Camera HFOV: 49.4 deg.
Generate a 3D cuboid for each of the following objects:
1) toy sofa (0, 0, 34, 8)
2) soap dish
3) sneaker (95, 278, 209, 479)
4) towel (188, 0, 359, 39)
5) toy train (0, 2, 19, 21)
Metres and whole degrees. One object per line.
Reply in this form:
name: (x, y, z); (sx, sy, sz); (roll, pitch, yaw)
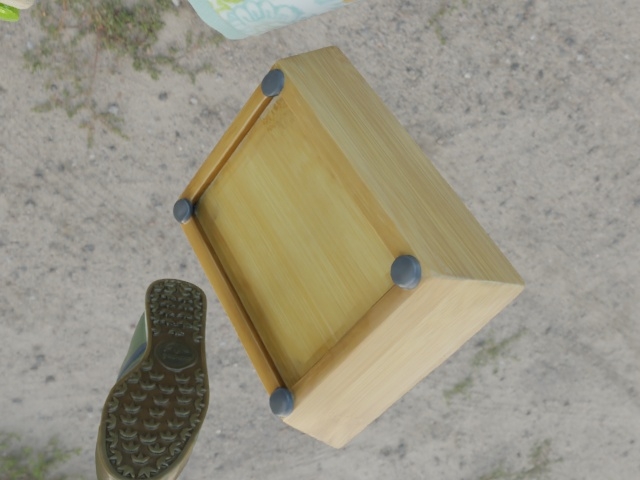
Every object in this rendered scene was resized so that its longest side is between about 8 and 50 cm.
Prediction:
toy sofa: (-0.436, -0.329, 0.613); (0.362, 0.150, 0.177); (28, 98, -11)
soap dish: (0.000, 0.000, 0.611); (0.118, 0.291, 0.229); (5, 135, -50)
sneaker: (-0.116, 0.116, 0.492); (0.064, 0.192, 0.086); (13, 123, -11)
towel: (-0.059, -0.335, 0.489); (0.090, 0.320, 0.375); (-53, 124, -28)
toy train: (-0.350, -0.315, 0.790); (0.247, 0.105, 0.144); (9, 84, -36)
